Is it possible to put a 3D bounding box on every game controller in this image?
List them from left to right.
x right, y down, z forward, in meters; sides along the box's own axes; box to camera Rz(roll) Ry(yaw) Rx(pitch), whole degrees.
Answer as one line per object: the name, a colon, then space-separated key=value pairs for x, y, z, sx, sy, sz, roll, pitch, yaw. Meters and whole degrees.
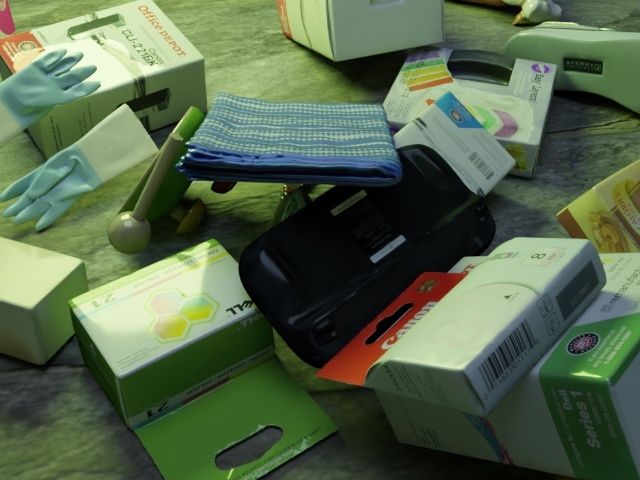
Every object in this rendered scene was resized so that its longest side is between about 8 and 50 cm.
game controller: x=0.062 y=0.006 z=0.936 sx=0.319 sy=0.067 sz=0.166 roll=-34 pitch=71 yaw=-31

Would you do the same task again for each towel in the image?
towel: x=-0.031 y=-0.134 z=1.000 sx=0.243 sy=0.040 sz=0.336 roll=3 pitch=22 yaw=-1

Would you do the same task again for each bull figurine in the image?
bull figurine: x=0.340 y=-0.513 z=1.613 sx=0.310 sy=0.101 sz=0.188 roll=22 pitch=42 yaw=21

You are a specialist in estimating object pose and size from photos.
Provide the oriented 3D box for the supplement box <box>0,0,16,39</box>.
supplement box: x=-0.692 y=-0.410 z=1.502 sx=0.220 sy=0.111 sz=0.114 roll=5 pitch=41 yaw=6

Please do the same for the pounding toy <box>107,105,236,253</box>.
pounding toy: x=-0.179 y=-0.068 z=1.083 sx=0.110 sy=0.183 sz=0.237 roll=34 pitch=16 yaw=-12

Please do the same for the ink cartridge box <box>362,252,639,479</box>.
ink cartridge box: x=0.209 y=0.109 z=0.790 sx=0.278 sy=0.117 sz=0.201 roll=-3 pitch=28 yaw=49

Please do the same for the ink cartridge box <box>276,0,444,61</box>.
ink cartridge box: x=0.062 y=-0.405 z=1.424 sx=0.207 sy=0.117 sz=0.283 roll=-13 pitch=26 yaw=-15

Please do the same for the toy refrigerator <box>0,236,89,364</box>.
toy refrigerator: x=-0.418 y=0.055 z=0.979 sx=0.269 sy=0.094 sz=0.102 roll=14 pitch=36 yaw=15

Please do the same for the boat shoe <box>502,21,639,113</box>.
boat shoe: x=0.497 y=-0.295 z=1.348 sx=0.367 sy=0.136 sz=0.156 roll=16 pitch=40 yaw=33

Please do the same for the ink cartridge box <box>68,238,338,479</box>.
ink cartridge box: x=-0.125 y=0.133 z=0.878 sx=0.188 sy=0.097 sz=0.255 roll=-25 pitch=46 yaw=-26

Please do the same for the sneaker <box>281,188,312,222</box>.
sneaker: x=0.000 y=0.000 z=1.062 sx=0.076 sy=0.065 sz=0.166 roll=6 pitch=43 yaw=-28

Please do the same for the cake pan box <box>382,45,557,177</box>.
cake pan box: x=0.235 y=-0.213 z=1.293 sx=0.245 sy=0.070 sz=0.267 roll=14 pitch=42 yaw=14

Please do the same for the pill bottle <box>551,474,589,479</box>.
pill bottle: x=0.277 y=0.230 z=0.741 sx=0.117 sy=0.118 sz=0.208 roll=31 pitch=50 yaw=32

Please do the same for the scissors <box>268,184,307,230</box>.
scissors: x=-0.047 y=-0.081 z=1.184 sx=0.109 sy=0.021 sz=0.297 roll=20 pitch=46 yaw=19

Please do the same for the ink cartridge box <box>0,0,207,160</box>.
ink cartridge box: x=-0.342 y=-0.258 z=1.301 sx=0.272 sy=0.114 sz=0.197 roll=-24 pitch=55 yaw=-26

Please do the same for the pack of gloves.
pack of gloves: x=-0.377 y=-0.140 z=1.143 sx=0.232 sy=0.195 sz=0.046 roll=-38 pitch=13 yaw=-18

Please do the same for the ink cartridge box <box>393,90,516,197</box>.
ink cartridge box: x=0.152 y=-0.092 z=1.100 sx=0.140 sy=0.082 sz=0.190 roll=47 pitch=55 yaw=2

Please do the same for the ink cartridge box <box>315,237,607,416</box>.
ink cartridge box: x=0.113 y=0.066 z=0.758 sx=0.189 sy=0.066 sz=0.232 roll=-39 pitch=26 yaw=-29

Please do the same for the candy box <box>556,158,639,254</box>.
candy box: x=0.465 y=-0.034 z=1.011 sx=0.316 sy=0.087 sz=0.183 roll=-27 pitch=77 yaw=-28
